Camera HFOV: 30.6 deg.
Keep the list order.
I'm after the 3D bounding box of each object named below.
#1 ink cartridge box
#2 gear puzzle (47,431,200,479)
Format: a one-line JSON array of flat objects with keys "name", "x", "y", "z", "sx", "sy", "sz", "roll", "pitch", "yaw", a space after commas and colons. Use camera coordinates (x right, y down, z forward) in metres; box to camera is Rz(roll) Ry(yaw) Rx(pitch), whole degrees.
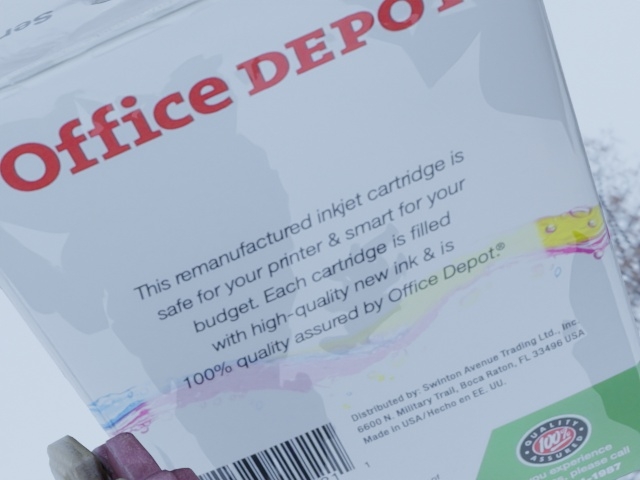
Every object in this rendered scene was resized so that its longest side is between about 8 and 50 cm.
[{"name": "ink cartridge box", "x": 0.000, "y": 0.000, "z": 0.465, "sx": 0.201, "sy": 0.117, "sz": 0.278, "roll": -24, "pitch": -55, "yaw": 3}, {"name": "gear puzzle", "x": 0.026, "y": 0.210, "z": 0.351, "sx": 0.044, "sy": 0.175, "sz": 0.339, "roll": -29, "pitch": -70, "yaw": -25}]
